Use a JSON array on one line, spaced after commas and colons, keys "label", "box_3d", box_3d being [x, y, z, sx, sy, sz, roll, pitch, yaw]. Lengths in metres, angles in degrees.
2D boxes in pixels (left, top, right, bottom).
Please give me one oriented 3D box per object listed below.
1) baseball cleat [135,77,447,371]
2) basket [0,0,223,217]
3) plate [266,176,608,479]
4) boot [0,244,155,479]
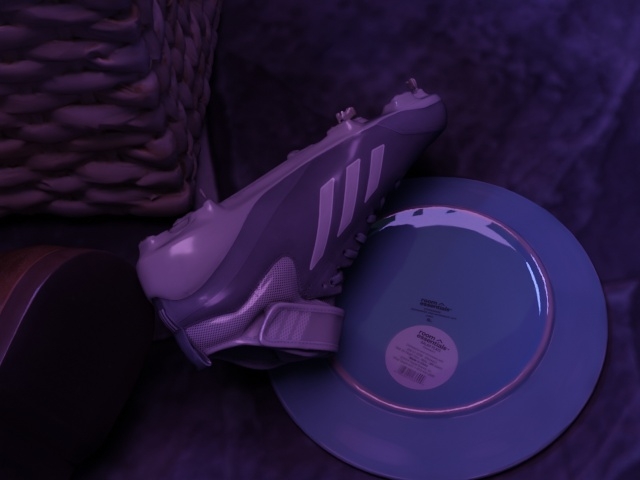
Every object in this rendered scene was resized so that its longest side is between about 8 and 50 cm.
[{"label": "baseball cleat", "box_3d": [0.000, 0.000, 0.955, 0.206, 0.072, 0.109, -31, 93, -25]}, {"label": "basket", "box_3d": [-0.218, -0.188, 0.960, 0.331, 0.328, 0.266, -1, 64, 4]}, {"label": "plate", "box_3d": [0.061, 0.040, 0.970, 0.188, 0.024, 0.188, -2, 59, 3]}, {"label": "boot", "box_3d": [-0.204, 0.134, 0.915, 0.115, 0.112, 0.305, 10, 62, 47]}]
